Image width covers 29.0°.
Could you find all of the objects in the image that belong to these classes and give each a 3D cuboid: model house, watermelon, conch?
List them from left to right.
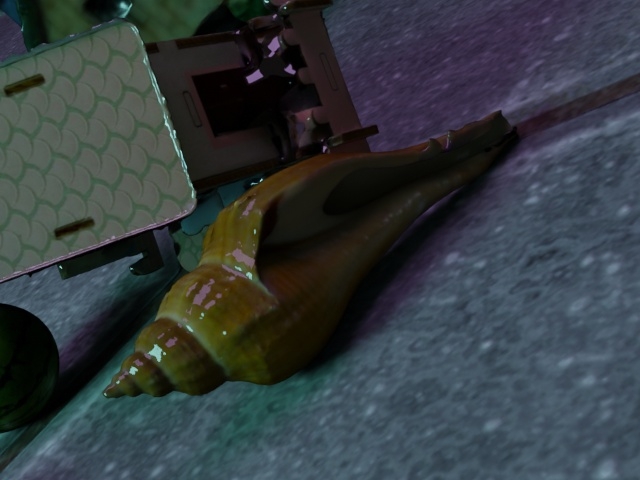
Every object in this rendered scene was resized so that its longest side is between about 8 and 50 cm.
[{"bbox_3d":[-0.244,0.097,0.911,0.109,0.109,0.109,-29,25,15],"label":"watermelon"},{"bbox_3d":[-0.157,-0.042,0.844,0.326,0.169,0.244,-16,1,38],"label":"model house"},{"bbox_3d":[-0.229,-0.313,1.420,0.342,0.334,0.382,-43,28,9],"label":"model house"},{"bbox_3d":[-0.003,0.001,0.772,0.330,0.109,0.093,-38,15,-30],"label":"conch"}]
